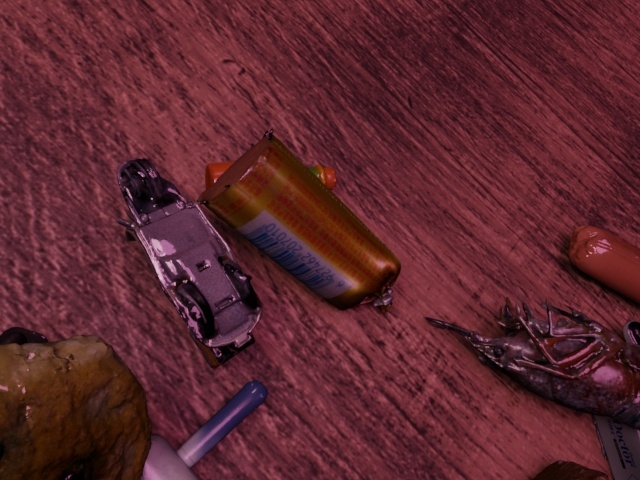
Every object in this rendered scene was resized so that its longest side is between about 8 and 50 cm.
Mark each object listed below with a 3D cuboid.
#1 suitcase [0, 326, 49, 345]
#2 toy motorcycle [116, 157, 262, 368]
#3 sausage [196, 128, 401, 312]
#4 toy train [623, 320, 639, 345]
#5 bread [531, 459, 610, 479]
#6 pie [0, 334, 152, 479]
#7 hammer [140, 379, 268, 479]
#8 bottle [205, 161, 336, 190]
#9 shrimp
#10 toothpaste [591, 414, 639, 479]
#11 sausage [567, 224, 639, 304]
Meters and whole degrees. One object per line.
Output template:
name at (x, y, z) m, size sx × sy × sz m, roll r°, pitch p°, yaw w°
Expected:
suitcase at (-0.455, 0.200, 0.427) m, size 0.345 × 0.188 × 0.339 m, roll 20°, pitch 69°, yaw -11°
toy motorcycle at (-0.166, 0.024, 0.602) m, size 0.091 × 0.157 × 0.263 m, roll -31°, pitch 86°, yaw -27°
sausage at (0.001, -0.002, 0.664) m, size 0.317 × 0.117 × 0.125 m, roll 40°, pitch 85°, yaw -25°
toy train at (0.577, 0.236, 0.833) m, size 0.052 × 0.051 × 0.233 m, roll -33°, pitch 81°, yaw -25°
bread at (0.392, 0.516, 0.643) m, size 0.165 × 0.113 × 0.416 m, roll -25°, pitch 82°, yaw -22°
pie at (-0.255, 0.227, 0.382) m, size 0.071 × 0.323 × 0.323 m, roll 12°, pitch 64°, yaw 24°
hammer at (-0.136, 0.239, 0.589) m, size 0.194 × 0.069 × 0.116 m, roll -39°, pitch 86°, yaw -30°
bottle at (-0.067, -0.083, 0.717) m, size 0.187 × 0.069 × 0.069 m, roll -8°, pitch 75°, yaw -19°
shrimp at (0.346, 0.166, 0.742) m, size 0.372 × 0.172 × 0.137 m, roll 27°, pitch 84°, yaw 14°
toothpaste at (0.500, 0.398, 0.732) m, size 0.071 × 0.089 × 0.312 m, roll -7°, pitch 74°, yaw -16°
sausage at (0.558, 0.065, 0.865) m, size 0.289 × 0.086 × 0.086 m, roll 27°, pitch 66°, yaw -9°
